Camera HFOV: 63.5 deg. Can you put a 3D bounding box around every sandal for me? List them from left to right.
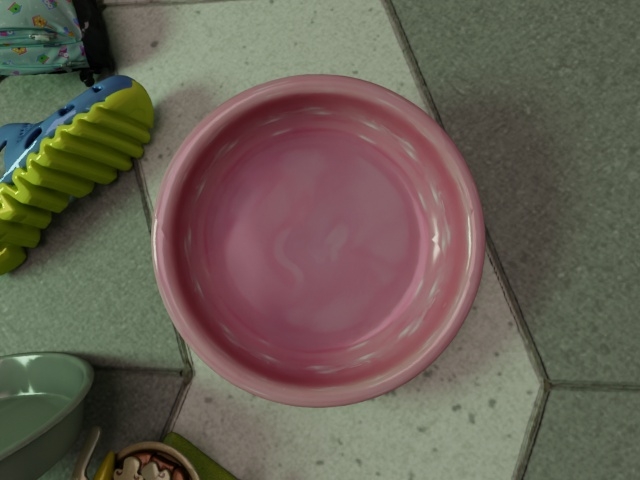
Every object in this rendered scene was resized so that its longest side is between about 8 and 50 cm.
[{"bbox_3d":[-0.350,-0.100,0.633,0.317,0.126,0.138,-39,72,-3],"label":"sandal"}]

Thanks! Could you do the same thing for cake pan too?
[{"bbox_3d":[-0.372,0.195,0.505,0.294,0.293,0.054,-6,102,7],"label":"cake pan"}]

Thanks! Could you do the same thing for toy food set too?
[{"bbox_3d":[-0.180,0.274,0.524,0.192,0.038,0.132,14,81,10],"label":"toy food set"}]

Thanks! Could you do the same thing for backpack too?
[{"bbox_3d":[-0.374,-0.278,0.648,0.182,0.115,0.151,-14,70,-25],"label":"backpack"}]

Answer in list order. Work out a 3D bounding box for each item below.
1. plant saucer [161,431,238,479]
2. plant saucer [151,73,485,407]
[{"bbox_3d":[-0.149,0.339,0.551,0.188,0.045,0.188,31,84,13],"label":"plant saucer"},{"bbox_3d":[0.000,0.000,0.544,0.333,0.084,0.331,0,91,-7],"label":"plant saucer"}]
